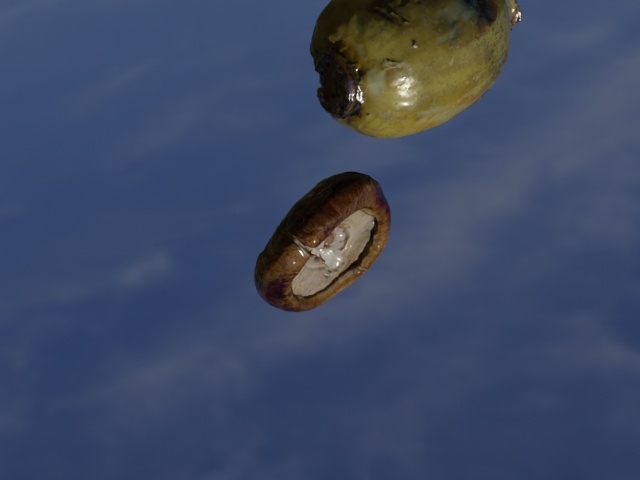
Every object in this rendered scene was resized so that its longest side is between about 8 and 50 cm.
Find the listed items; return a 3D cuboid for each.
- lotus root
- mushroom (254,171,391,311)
[{"bbox_3d":[0.104,-0.191,1.773,0.154,0.154,0.278,11,-150,41],"label":"lotus root"},{"bbox_3d":[0.000,0.000,1.419,0.123,0.123,0.052,-24,-126,-38],"label":"mushroom"}]
